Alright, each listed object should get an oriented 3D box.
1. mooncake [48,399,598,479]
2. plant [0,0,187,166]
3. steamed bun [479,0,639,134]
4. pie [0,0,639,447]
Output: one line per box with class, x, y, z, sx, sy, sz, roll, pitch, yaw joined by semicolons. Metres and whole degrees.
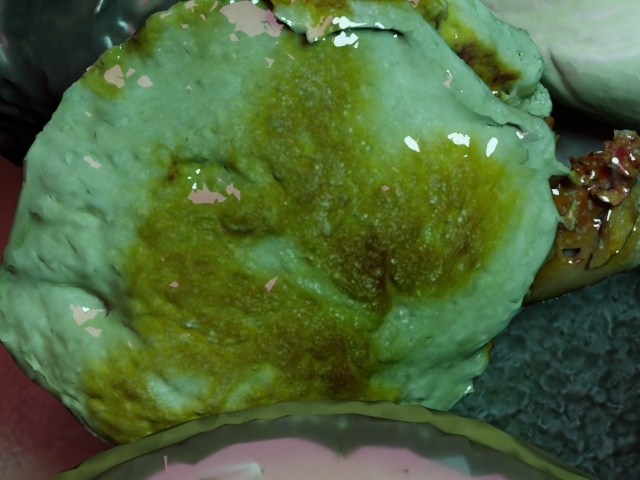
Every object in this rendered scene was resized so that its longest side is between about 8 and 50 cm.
mooncake;0.011;0.272;0.762;0.394;0.246;0.393;25;69;15
plant;-0.106;-0.159;0.912;0.213;0.312;0.215;11;68;11
steamed bun;0.130;-0.146;0.945;0.152;0.170;0.239;-33;62;23
pie;-0.008;-0.003;0.869;0.274;0.257;0.105;-45;28;15
